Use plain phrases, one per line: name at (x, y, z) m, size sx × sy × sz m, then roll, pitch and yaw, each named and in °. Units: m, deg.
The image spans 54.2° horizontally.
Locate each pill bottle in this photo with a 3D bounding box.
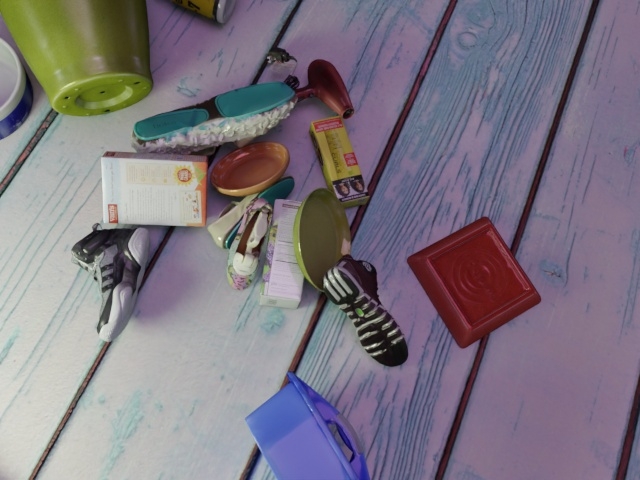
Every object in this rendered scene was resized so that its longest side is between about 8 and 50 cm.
pill bottle at (-0.330, -0.668, 1.651) m, size 0.208 × 0.119 × 0.119 m, roll 24°, pitch 69°, yaw 1°

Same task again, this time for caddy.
caddy at (-0.007, 0.430, 1.258) m, size 0.179 × 0.241 × 0.341 m, roll -30°, pitch 78°, yaw -10°

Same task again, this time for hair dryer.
hair dryer at (-0.042, -0.374, 1.612) m, size 0.293 × 0.080 × 0.224 m, roll 18°, pitch 71°, yaw 18°

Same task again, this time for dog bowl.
dog bowl at (-0.828, -0.361, 1.477) m, size 0.264 × 0.104 × 0.265 m, roll 3°, pitch 70°, yaw -7°

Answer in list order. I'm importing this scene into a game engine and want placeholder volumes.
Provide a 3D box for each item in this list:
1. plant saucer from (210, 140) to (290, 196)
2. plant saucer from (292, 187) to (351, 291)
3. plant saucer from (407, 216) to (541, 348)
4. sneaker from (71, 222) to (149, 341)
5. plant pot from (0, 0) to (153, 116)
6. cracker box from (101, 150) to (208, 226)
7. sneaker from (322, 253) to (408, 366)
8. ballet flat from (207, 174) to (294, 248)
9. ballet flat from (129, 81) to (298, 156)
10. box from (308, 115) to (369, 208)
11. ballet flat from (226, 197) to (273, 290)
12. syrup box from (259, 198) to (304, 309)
plant saucer at (-0.165, -0.168, 1.499) m, size 0.199 × 0.037 × 0.200 m, roll -12°, pitch 38°, yaw 9°
plant saucer at (0.000, 0.000, 1.439) m, size 0.037 × 0.241 × 0.241 m, roll -4°, pitch 67°, yaw 30°
plant saucer at (0.385, 0.091, 1.535) m, size 0.259 × 0.048 × 0.259 m, roll -26°, pitch 77°, yaw -17°
sneaker at (-0.480, 0.085, 1.381) m, size 0.153 × 0.101 × 0.269 m, roll 12°, pitch 64°, yaw -4°
plant pot at (-0.553, -0.495, 1.459) m, size 0.366 × 0.366 × 0.353 m, roll -17°, pitch 86°, yaw -14°
cracker box at (-0.377, -0.118, 1.438) m, size 0.232 × 0.067 × 0.156 m, roll 2°, pitch 111°, yaw -10°
sneaker at (0.126, 0.145, 1.453) m, size 0.281 × 0.106 × 0.162 m, roll 55°, pitch 30°, yaw -14°
ballet flat at (-0.170, -0.085, 1.500) m, size 0.086 × 0.086 × 0.248 m, roll 43°, pitch 71°, yaw 7°
ballet flat at (-0.252, -0.275, 1.519) m, size 0.408 × 0.147 × 0.147 m, roll -16°, pitch 74°, yaw -7°
box at (0.046, -0.195, 1.575) m, size 0.087 × 0.058 × 0.232 m, roll -13°, pitch 73°, yaw -13°
ballet flat at (-0.159, 0.010, 1.425) m, size 0.076 × 0.079 × 0.222 m, roll 17°, pitch 91°, yaw -21°
syrup box at (-0.080, 0.032, 1.460) m, size 0.096 × 0.093 × 0.237 m, roll 8°, pitch 70°, yaw -5°
